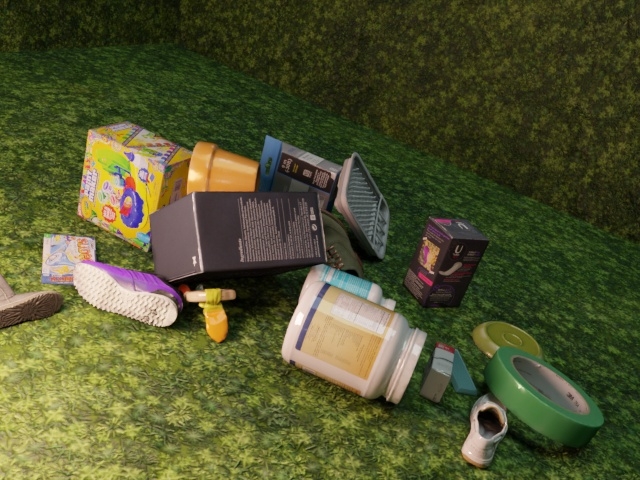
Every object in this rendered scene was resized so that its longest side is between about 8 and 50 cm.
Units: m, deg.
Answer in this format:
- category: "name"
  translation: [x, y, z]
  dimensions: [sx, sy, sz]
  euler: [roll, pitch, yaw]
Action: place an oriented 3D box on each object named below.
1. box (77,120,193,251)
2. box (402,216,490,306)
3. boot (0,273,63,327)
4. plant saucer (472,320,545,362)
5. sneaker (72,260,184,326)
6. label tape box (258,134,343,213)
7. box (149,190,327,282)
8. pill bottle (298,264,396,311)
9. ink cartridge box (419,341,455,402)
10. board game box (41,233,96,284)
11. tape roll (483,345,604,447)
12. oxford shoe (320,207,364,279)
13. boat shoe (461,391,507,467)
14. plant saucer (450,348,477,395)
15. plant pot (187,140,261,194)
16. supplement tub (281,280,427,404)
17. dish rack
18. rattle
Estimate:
- category: "box"
  translation: [-0.558, -0.168, 1.989]
  dimensions: [0.279, 0.289, 0.177]
  euler: [26, 27, 16]
- category: "box"
  translation: [0.411, 0.072, 2.162]
  dimensions: [0.165, 0.270, 0.143]
  euler: [3, 30, -29]
- category: "boot"
  translation: [-0.753, 0.118, 1.571]
  dimensions: [0.209, 0.076, 0.190]
  euler: [29, 25, 36]
- category: "plant saucer"
  translation: [0.600, 0.324, 2.059]
  dimensions: [0.241, 0.037, 0.241]
  euler: [14, 27, -7]
- category: "sneaker"
  translation: [-0.489, 0.123, 1.697]
  dimensions: [0.294, 0.102, 0.146]
  euler: [24, 22, 1]
- category: "label tape box"
  translation: [-0.103, -0.215, 2.429]
  dimensions: [0.334, 0.240, 0.106]
  euler: [24, 28, 13]
- category: "box"
  translation: [-0.232, -0.006, 1.825]
  dimensions: [0.396, 0.211, 0.294]
  euler: [-4, -7, -38]
- category: "pill bottle"
  translation: [0.080, 0.172, 1.897]
  dimensions: [0.264, 0.146, 0.146]
  euler: [20, 26, 5]
- category: "ink cartridge box"
  translation: [0.313, 0.352, 1.750]
  dimensions: [0.056, 0.099, 0.135]
  euler: [22, 26, 7]
- category: "board game box"
  translation: [-0.682, 0.051, 1.771]
  dimensions: [0.136, 0.035, 0.201]
  euler: [5, 29, -25]
- category: "tape roll"
  translation: [0.598, 0.414, 1.759]
  dimensions: [0.321, 0.077, 0.321]
  euler: [26, 17, -8]
- category: "oxford shoe"
  translation: [0.046, 0.038, 1.993]
  dimensions: [0.348, 0.123, 0.130]
  euler: [51, 15, -33]
- category: "boat shoe"
  translation: [0.428, 0.451, 1.634]
  dimensions: [0.098, 0.096, 0.277]
  euler: [23, 26, 13]
- category: "plant saucer"
  translation: [0.391, 0.368, 1.863]
  dimensions: [0.067, 0.018, 0.192]
  euler: [12, 26, -13]
- category: "plant pot"
  translation: [-0.279, -0.180, 1.940]
  dimensions: [0.188, 0.205, 0.205]
  euler: [8, 26, 0]
- category: "supplement tub"
  translation: [0.086, 0.259, 1.641]
  dimensions: [0.316, 0.228, 0.228]
  euler: [23, 26, 9]
- category: "dish rack"
  translation: [0.146, -0.118, 2.338]
  dimensions: [0.073, 0.332, 0.285]
  euler: [-12, 42, 26]
- category: "rattle"
  translation: [-0.312, 0.188, 1.756]
  dimensions: [0.200, 0.142, 0.130]
  euler: [-8, 12, 43]
